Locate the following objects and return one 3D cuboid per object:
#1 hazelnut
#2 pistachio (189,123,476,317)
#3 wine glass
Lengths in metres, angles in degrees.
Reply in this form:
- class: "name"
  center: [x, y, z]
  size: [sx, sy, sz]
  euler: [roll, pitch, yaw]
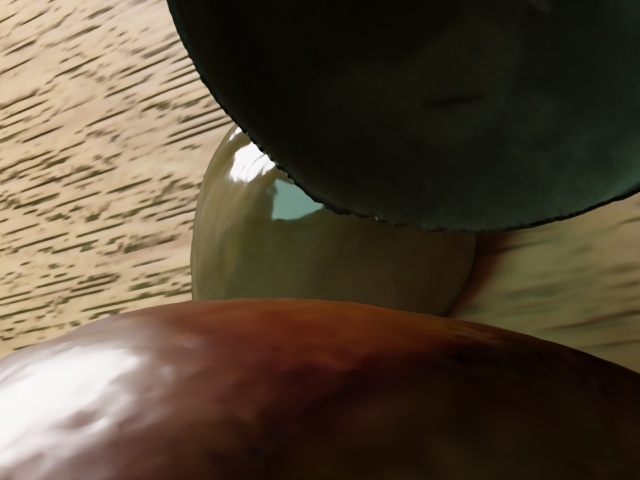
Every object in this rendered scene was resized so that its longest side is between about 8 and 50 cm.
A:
- class: "hazelnut"
  center: [0.002, 0.180, 0.612]
  size: [0.372, 0.315, 0.372]
  euler: [43, 149, 34]
- class: "pistachio"
  center: [0.000, 0.000, 0.844]
  size: [0.185, 0.126, 0.108]
  euler: [-46, 7, 49]
- class: "wine glass"
  center: [-0.018, -0.174, 0.774]
  size: [0.406, 0.267, 0.267]
  euler: [30, 109, 60]
